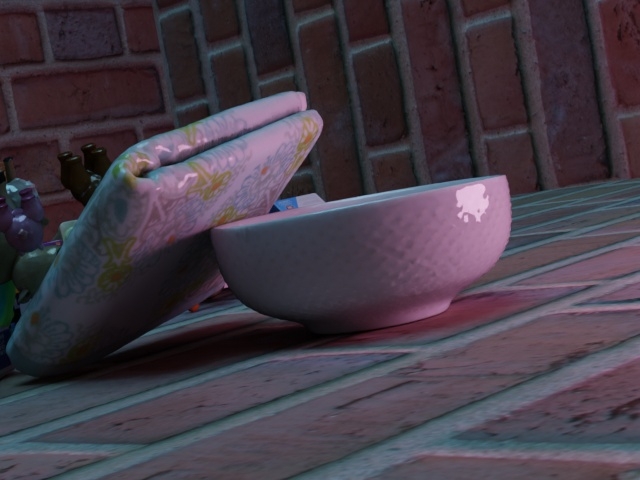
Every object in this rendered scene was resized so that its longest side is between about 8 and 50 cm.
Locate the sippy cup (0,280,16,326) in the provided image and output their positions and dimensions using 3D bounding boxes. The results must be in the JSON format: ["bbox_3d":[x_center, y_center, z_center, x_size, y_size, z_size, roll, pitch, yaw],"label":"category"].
[{"bbox_3d":[-0.551,0.081,1.794,0.305,0.240,0.224,-2,-12,-23],"label":"sippy cup"}]

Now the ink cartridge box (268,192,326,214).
[{"bbox_3d":[0.000,0.000,2.242,0.104,0.060,0.180,-13,46,-41],"label":"ink cartridge box"}]

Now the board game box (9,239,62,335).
[{"bbox_3d":[-0.467,0.082,2.034,0.048,0.141,0.170,-8,5,40],"label":"board game box"}]

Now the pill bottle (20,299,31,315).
[{"bbox_3d":[-0.379,0.091,2.015,0.094,0.094,0.169,-8,4,31],"label":"pill bottle"}]

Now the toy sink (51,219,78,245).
[{"bbox_3d":[-0.381,0.031,2.290,0.153,0.131,0.234,-12,-10,-24],"label":"toy sink"}]

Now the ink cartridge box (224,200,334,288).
[{"bbox_3d":[-0.130,0.012,2.392,0.283,0.117,0.207,-12,5,-31],"label":"ink cartridge box"}]

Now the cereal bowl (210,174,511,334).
[{"bbox_3d":[0.053,0.021,1.470,0.339,0.141,0.339,-10,3,1],"label":"cereal bowl"}]

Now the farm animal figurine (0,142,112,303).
[{"bbox_3d":[-0.392,0.019,1.556,0.327,0.172,0.330,1,23,39],"label":"farm animal figurine"}]

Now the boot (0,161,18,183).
[{"bbox_3d":[-0.558,-0.019,2.027,0.220,0.109,0.283,-23,-5,-13],"label":"boot"}]

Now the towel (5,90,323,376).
[{"bbox_3d":[-0.176,-0.015,1.529,0.374,0.090,0.320,-30,-22,-53],"label":"towel"}]

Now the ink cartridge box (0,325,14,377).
[{"bbox_3d":[-0.547,0.168,1.468,0.330,0.071,0.324,-9,4,3],"label":"ink cartridge box"}]

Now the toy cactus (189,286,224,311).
[{"bbox_3d":[-0.166,0.062,2.049,0.219,0.112,0.180,-13,-15,-12],"label":"toy cactus"}]
